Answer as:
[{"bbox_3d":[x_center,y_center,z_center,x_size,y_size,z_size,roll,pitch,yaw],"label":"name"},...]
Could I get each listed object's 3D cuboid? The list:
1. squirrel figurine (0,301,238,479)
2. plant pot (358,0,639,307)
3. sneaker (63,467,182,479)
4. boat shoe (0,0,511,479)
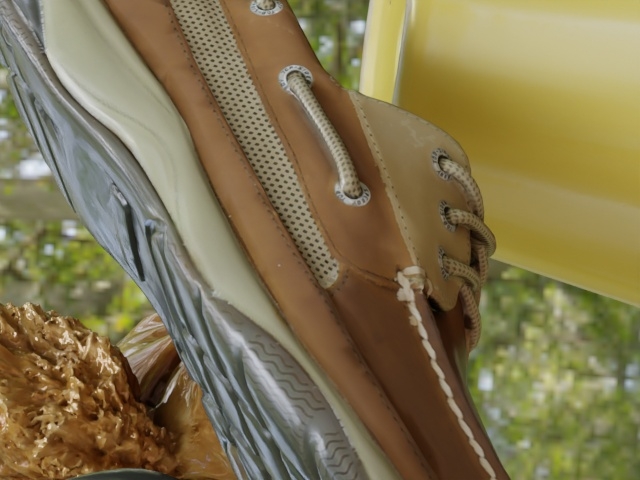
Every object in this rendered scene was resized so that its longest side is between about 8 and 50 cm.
[{"bbox_3d":[-0.096,0.144,1.271,0.397,0.370,0.281,-12,-101,-18],"label":"squirrel figurine"},{"bbox_3d":[0.144,-0.075,0.760,0.254,0.239,0.254,-174,90,-85],"label":"plant pot"},{"bbox_3d":[-0.031,0.099,0.303,0.270,0.145,0.090,-5,-78,-66],"label":"sneaker"},{"bbox_3d":[0.000,0.000,0.582,0.120,0.324,0.122,-27,-26,-15],"label":"boat shoe"}]
